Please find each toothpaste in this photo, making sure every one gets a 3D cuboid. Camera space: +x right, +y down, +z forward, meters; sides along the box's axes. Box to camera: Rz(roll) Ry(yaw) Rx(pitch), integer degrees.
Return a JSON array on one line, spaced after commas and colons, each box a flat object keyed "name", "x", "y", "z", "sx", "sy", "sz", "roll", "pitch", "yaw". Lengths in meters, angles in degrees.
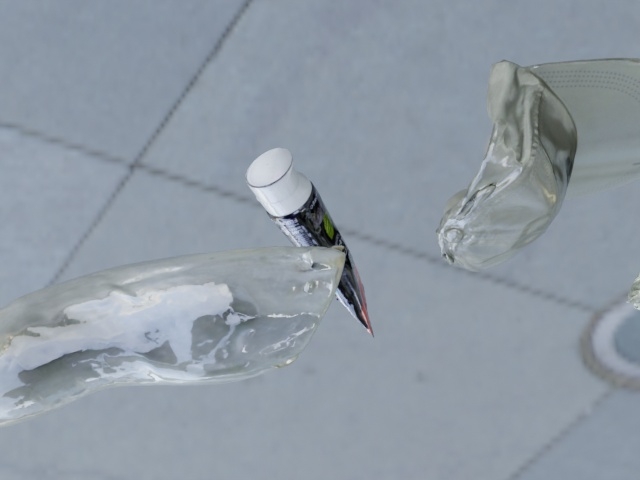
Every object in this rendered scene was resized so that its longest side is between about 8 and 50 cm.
[{"name": "toothpaste", "x": 0.000, "y": 0.000, "z": 1.616, "sx": 0.045, "sy": 0.071, "sz": 0.193, "roll": -25, "pitch": 129, "yaw": 12}]

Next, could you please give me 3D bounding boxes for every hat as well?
[{"name": "hat", "x": 0.216, "y": -0.054, "z": 1.690, "sx": 0.245, "sy": 0.149, "sz": 0.214, "roll": 1, "pitch": 142, "yaw": -8}]

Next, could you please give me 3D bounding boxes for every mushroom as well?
[{"name": "mushroom", "x": -0.146, "y": 0.073, "z": 1.478, "sx": 0.351, "sy": 0.097, "sz": 0.109, "roll": -13, "pitch": 103, "yaw": 4}]

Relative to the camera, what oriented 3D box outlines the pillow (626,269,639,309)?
[{"name": "pillow", "x": 0.335, "y": 0.001, "z": 1.564, "sx": 0.181, "sy": 0.078, "sz": 0.134, "roll": -51, "pitch": 161, "yaw": 5}]
